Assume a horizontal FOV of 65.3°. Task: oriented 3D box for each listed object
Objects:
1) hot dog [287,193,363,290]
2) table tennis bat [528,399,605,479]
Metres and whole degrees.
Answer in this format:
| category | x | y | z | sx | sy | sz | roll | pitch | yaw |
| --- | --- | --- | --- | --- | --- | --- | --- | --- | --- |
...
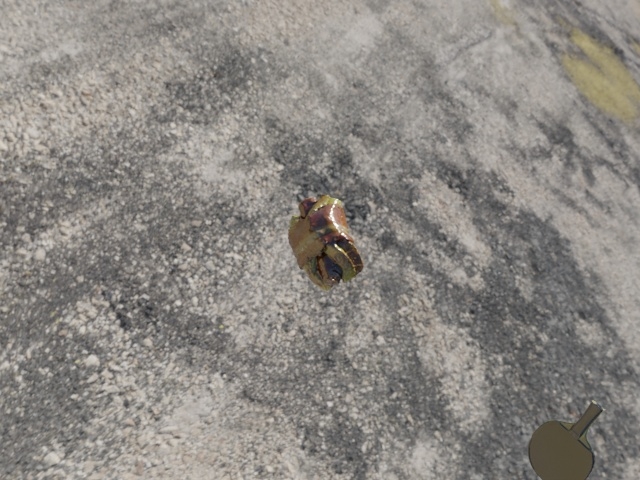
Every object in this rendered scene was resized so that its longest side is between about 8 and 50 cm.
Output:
| category | x | y | z | sx | sy | sz | roll | pitch | yaw |
| --- | --- | --- | --- | --- | --- | --- | --- | --- | --- |
| hot dog | 0.000 | 0.000 | 1.032 | 0.103 | 0.146 | 0.213 | 31 | 29 | -50 |
| table tennis bat | 0.391 | 0.319 | 0.787 | 0.014 | 0.158 | 0.095 | 11 | 23 | -42 |
